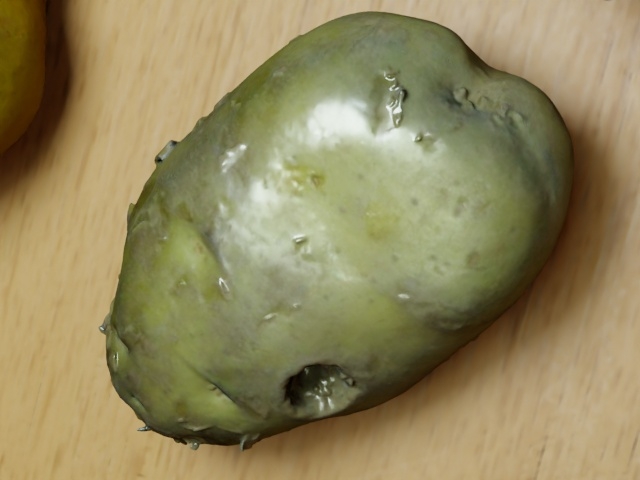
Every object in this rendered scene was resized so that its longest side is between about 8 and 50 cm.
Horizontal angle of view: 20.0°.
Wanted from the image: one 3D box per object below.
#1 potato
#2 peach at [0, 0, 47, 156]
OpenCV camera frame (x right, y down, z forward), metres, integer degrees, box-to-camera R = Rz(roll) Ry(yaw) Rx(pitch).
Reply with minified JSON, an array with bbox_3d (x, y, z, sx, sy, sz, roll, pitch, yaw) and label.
[{"bbox_3d":[0.000,0.000,1.004,0.296,0.141,0.191,-40,91,15],"label":"potato"},{"bbox_3d":[-0.282,-0.138,1.085,0.251,0.153,0.251,1,87,-22],"label":"peach"}]
